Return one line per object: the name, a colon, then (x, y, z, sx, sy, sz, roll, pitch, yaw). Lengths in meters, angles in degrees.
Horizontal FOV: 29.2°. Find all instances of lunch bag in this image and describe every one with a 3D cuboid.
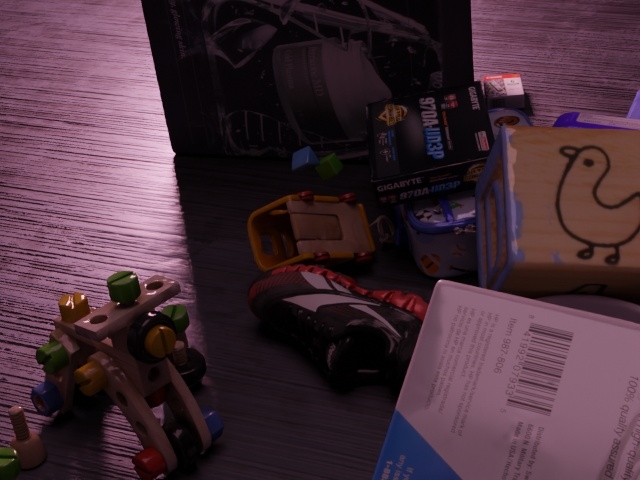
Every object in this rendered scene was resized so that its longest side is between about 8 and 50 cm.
lunch bag: (0.214, -0.071, 1.748, 0.243, 0.115, 0.303, -10, 33, -1)

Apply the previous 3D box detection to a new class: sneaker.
sneaker: (0.014, 0.107, 1.530, 0.276, 0.097, 0.135, 14, 37, 26)

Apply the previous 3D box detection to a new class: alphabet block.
alphabet block: (0.304, -0.017, 1.502, 0.197, 0.193, 0.192, 1, 69, -3)

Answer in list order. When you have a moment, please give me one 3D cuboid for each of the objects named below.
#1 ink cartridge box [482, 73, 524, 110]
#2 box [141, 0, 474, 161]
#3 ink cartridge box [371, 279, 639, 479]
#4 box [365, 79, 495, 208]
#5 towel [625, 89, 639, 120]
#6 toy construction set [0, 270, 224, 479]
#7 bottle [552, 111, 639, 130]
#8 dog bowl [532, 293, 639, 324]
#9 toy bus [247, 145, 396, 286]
ink cartridge box: (0.308, -0.260, 2.079, 0.063, 0.029, 0.115, -4, 34, 5)
box: (-0.015, -0.396, 1.938, 0.472, 0.479, 0.297, 2, 37, 14)
ink cartridge box: (0.264, 0.232, 1.131, 0.395, 0.166, 0.285, 13, 68, 20)
box: (0.155, -0.137, 1.721, 0.175, 0.051, 0.220, -11, 34, 8)
towel: (0.624, -0.151, 1.868, 0.336, 0.040, 0.243, 11, 36, 21)
toy construction set: (-0.277, 0.138, 1.413, 0.309, 0.237, 0.257, -18, 36, -15)
bottle: (0.470, -0.112, 1.753, 0.283, 0.118, 0.092, 9, 37, 24)
dog bowl: (0.289, 0.178, 1.372, 0.265, 0.104, 0.265, -5, 35, 3)
toy bus: (-0.009, -0.005, 1.688, 0.104, 0.202, 0.191, -23, 30, 35)
